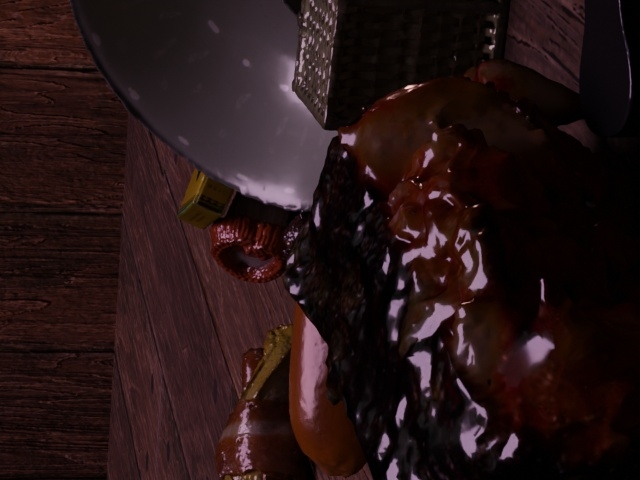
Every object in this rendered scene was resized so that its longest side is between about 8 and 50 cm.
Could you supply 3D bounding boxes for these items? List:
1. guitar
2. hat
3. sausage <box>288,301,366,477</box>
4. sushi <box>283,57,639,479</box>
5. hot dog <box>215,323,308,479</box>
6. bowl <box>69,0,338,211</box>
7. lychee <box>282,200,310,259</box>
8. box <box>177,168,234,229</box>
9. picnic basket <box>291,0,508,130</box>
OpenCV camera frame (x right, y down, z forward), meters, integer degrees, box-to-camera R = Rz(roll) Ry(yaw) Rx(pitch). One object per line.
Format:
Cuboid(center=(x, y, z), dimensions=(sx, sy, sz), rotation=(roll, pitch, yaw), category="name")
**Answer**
Cuboid(center=(0.172, -0.192, 1.042), dimensions=(0.084, 0.038, 0.271), rotation=(-176, 87, -77), category="guitar")
Cuboid(center=(-0.064, -0.043, 2.089), dimensions=(0.112, 0.093, 0.162), rotation=(135, 154, -59), category="hat")
Cuboid(center=(0.019, 0.085, 1.624), dimensions=(0.098, 0.098, 0.238), rotation=(-168, 80, -78), category="sausage")
Cuboid(center=(0.107, 0.032, 1.045), dimensions=(0.182, 0.196, 0.343), rotation=(-59, 32, 30), category="sushi")
Cuboid(center=(-0.063, 0.220, 1.986), dimensions=(0.123, 0.093, 0.261), rotation=(122, 147, -67), category="hot dog")
Cuboid(center=(-0.054, -0.198, 1.705), dimensions=(0.157, 0.337, 0.337), rotation=(-49, -8, -27), category="bowl")
Cuboid(center=(0.000, 0.000, 1.768), dimensions=(0.067, 0.068, 0.083), rotation=(-5, 104, 37), category="lychee")
Cuboid(center=(-0.084, -0.153, 2.039), dimensions=(0.153, 0.041, 0.279), rotation=(160, 130, -77), category="box")
Cuboid(center=(0.055, -0.187, 1.373), dimensions=(0.154, 0.134, 0.196), rotation=(-127, 39, -66), category="picnic basket")
